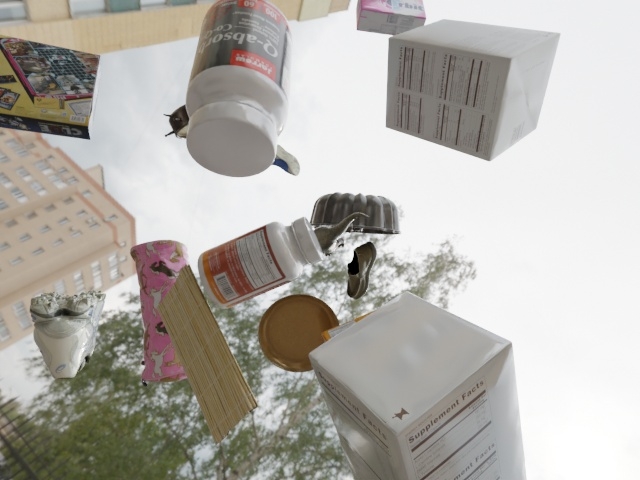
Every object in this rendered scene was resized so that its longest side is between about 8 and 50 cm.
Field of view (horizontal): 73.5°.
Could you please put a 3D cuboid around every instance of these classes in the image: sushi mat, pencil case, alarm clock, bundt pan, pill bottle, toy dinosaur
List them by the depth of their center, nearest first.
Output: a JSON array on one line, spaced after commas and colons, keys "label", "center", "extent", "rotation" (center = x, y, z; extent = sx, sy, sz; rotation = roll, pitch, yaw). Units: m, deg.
[{"label": "sushi mat", "center": [-0.226, 0.207, 0.807], "extent": [0.151, 0.019, 0.316], "rotation": [-52, -121, 30]}, {"label": "pill bottle", "center": [-0.110, 0.037, 0.814], "extent": [0.216, 0.121, 0.121], "rotation": [-23, -76, 5]}, {"label": "pill bottle", "center": [-0.168, -0.328, 0.912], "extent": [0.210, 0.363, 0.210], "rotation": [0, -30, 0]}, {"label": "alarm clock", "center": [-0.325, -0.334, 1.161], "extent": [0.129, 0.192, 0.064], "rotation": [-22, -89, 55]}, {"label": "pencil case", "center": [-0.421, 0.187, 1.167], "extent": [0.160, 0.167, 0.386], "rotation": [88, -9, -76]}, {"label": "toy dinosaur", "center": [0.000, 0.000, 1.227], "extent": [0.314, 0.160, 0.121], "rotation": [-7, -84, 38]}, {"label": "bundt pan", "center": [0.123, -0.095, 1.498], "extent": [0.331, 0.331, 0.124], "rotation": [4, -91, 40]}]

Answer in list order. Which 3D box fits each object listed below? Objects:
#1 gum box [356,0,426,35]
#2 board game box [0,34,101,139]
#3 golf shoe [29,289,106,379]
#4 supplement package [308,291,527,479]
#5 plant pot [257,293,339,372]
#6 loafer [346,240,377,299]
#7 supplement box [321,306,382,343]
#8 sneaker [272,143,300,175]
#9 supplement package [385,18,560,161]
[{"label": "gum box", "center": [0.194, -0.618, 1.168], "extent": [0.188, 0.107, 0.062], "rotation": [6, -33, -5]}, {"label": "board game box", "center": [-0.520, -0.269, 0.734], "extent": [0.042, 0.243, 0.165], "rotation": [134, -43, -59]}, {"label": "golf shoe", "center": [-0.275, 0.098, 0.467], "extent": [0.176, 0.069, 0.086], "rotation": [176, -88, -70]}, {"label": "supplement package", "center": [0.105, 0.201, 0.431], "extent": [0.139, 0.134, 0.244], "rotation": [25, -43, 55]}, {"label": "plant pot", "center": [-0.061, 0.265, 1.239], "extent": [0.236, 0.236, 0.032], "rotation": [61, 1, -9]}, {"label": "loafer", "center": [0.128, 0.111, 1.551], "extent": [0.094, 0.087, 0.251], "rotation": [53, -39, 47]}, {"label": "supplement box", "center": [0.126, 0.254, 1.171], "extent": [0.080, 0.233, 0.078], "rotation": [-126, -163, -62]}, {"label": "sneaker", "center": [-0.137, -0.266, 1.433], "extent": [0.085, 0.058, 0.152], "rotation": [4, -20, 37]}, {"label": "supplement package", "center": [0.300, -0.323, 0.892], "extent": [0.263, 0.199, 0.198], "rotation": [31, -40, 37]}]
